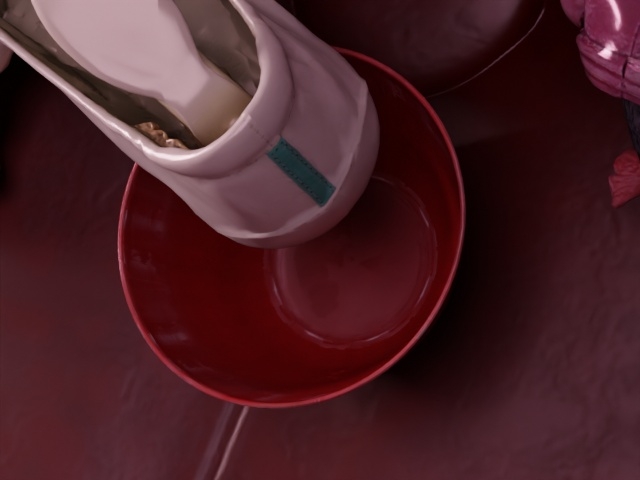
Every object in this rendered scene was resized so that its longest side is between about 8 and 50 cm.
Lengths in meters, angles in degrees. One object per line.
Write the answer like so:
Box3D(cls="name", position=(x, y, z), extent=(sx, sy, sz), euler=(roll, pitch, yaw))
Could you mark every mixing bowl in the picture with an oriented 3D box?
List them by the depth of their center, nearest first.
Box3D(cls="mixing bowl", position=(0.000, 0.000, 0.937), extent=(0.181, 0.098, 0.181), euler=(-4, 78, 21))

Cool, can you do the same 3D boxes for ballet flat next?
Box3D(cls="ballet flat", position=(-0.134, -0.147, 0.896), extent=(0.400, 0.139, 0.139), euler=(41, 95, 24))

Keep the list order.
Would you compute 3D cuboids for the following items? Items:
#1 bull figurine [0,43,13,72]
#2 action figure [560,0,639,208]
Box3D(cls="bull figurine", position=(-0.201, -0.187, 1.059), extent=(0.188, 0.101, 0.310), euler=(-17, 75, 14))
Box3D(cls="action figure", position=(0.193, -0.162, 0.793), extent=(0.248, 0.275, 0.370), euler=(23, 108, 29))
